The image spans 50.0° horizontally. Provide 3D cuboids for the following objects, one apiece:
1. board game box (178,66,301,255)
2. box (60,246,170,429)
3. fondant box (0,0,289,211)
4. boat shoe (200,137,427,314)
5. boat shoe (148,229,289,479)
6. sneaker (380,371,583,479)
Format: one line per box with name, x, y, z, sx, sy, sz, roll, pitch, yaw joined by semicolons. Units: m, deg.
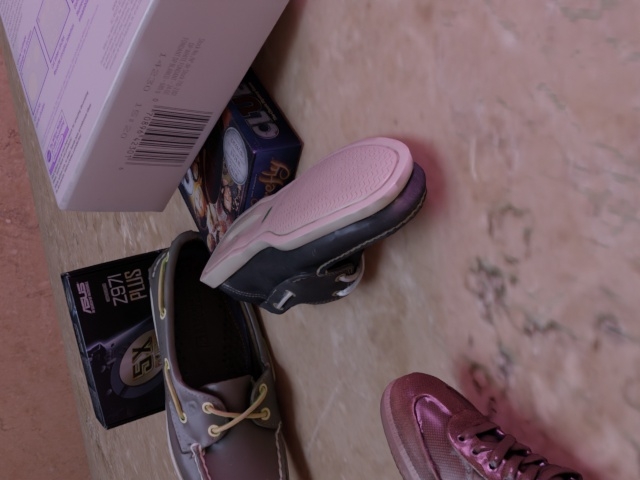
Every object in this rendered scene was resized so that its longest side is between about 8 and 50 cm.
board game box;-0.102;-0.103;0.615;0.243;0.042;0.165;58;149;31
box;-0.208;0.107;0.808;0.077;0.147;0.180;-6;97;64
fondant box;-0.171;-0.222;0.551;0.238;0.096;0.330;-49;57;37
boat shoe;0.000;0.000;0.457;0.079;0.084;0.233;39;149;-15
boat shoe;-0.096;0.138;0.651;0.091;0.109;0.305;127;128;-63
sneaker;0.104;0.128;0.327;0.188;0.066;0.071;53;129;29
